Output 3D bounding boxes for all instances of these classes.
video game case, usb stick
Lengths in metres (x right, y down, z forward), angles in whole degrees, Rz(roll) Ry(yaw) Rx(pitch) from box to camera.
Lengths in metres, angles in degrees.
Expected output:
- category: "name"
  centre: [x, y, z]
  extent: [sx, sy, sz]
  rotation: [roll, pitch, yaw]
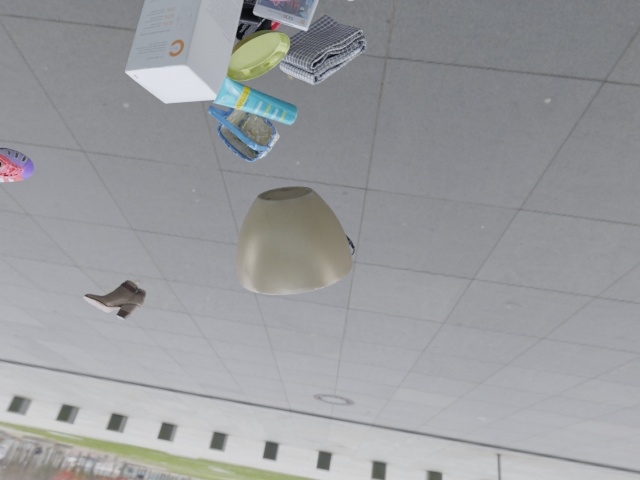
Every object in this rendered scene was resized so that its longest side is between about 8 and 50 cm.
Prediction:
- category: "video game case"
  centre: [-0.090, -0.767, 1.356]
  extent: [0.183, 0.201, 0.023]
  rotation: [21, -178, 9]
- category: "usb stick"
  centre: [-0.351, -0.848, 1.614]
  extent: [0.277, 0.045, 0.077]
  rotation: [1, 109, -20]

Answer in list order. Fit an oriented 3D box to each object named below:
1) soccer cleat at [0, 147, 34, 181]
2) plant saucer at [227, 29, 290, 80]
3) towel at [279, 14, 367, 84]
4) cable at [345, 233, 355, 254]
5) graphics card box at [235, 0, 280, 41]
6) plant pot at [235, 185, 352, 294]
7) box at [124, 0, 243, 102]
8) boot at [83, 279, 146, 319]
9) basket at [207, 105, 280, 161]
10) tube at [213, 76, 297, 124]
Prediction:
- category: "soccer cleat"
  centre: [-0.924, -0.214, 1.259]
  extent: [0.116, 0.109, 0.318]
  rotation: [20, 180, 6]
- category: "plant saucer"
  centre: [-0.215, -0.619, 1.466]
  extent: [0.241, 0.241, 0.037]
  rotation: [-33, 85, 49]
- category: "towel"
  centre: [0.003, -0.714, 1.644]
  extent: [0.235, 0.283, 0.121]
  rotation: [37, 159, 42]
- category: "cable"
  centre: [0.000, 0.000, 1.261]
  extent: [0.184, 0.150, 0.047]
  rotation: [50, 150, 18]
- category: "graphics card box"
  centre: [-0.338, -0.986, 1.812]
  extent: [0.233, 0.094, 0.371]
  rotation: [-42, 112, 16]
- category: "plant pot"
  centre: [-0.071, -0.021, 1.046]
  extent: [0.284, 0.284, 0.191]
  rotation: [0, 112, 17]
- category: "box"
  centre: [-0.380, -0.593, 1.264]
  extent: [0.214, 0.346, 0.168]
  rotation: [5, 167, 24]
- category: "boot"
  centre: [-0.475, 0.129, 1.037]
  extent: [0.118, 0.087, 0.042]
  rotation: [35, 142, -17]
- category: "basket"
  centre: [-0.304, -0.446, 1.816]
  extent: [0.254, 0.201, 0.289]
  rotation: [42, -169, 9]
- category: "tube"
  centre: [-0.159, -0.348, 1.118]
  extent: [0.207, 0.052, 0.080]
  rotation: [10, 135, -32]
